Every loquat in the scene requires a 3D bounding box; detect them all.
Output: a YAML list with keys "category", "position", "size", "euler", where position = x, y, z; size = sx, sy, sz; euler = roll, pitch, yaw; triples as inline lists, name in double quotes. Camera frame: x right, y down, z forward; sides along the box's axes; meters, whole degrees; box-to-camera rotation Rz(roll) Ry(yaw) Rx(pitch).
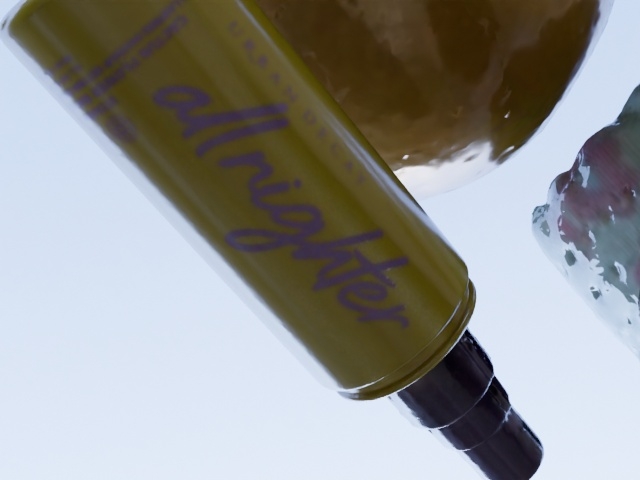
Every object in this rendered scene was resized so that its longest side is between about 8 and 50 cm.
- category: "loquat"
  position: [0.029, -0.150, 0.523]
  size: [0.263, 0.263, 0.263]
  euler: [1, -76, 5]

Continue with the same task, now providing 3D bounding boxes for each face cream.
- category: "face cream"
  position: [0.000, 0.000, 0.381]
  size: [0.078, 0.078, 0.273]
  euler: [-36, -71, 12]

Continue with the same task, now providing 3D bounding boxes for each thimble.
- category: "thimble"
  position: [0.224, -0.019, 0.528]
  size: [0.185, 0.211, 0.149]
  euler: [-39, -106, -1]

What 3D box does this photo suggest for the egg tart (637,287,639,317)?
- category: "egg tart"
  position: [0.224, 0.020, 0.254]
  size: [0.290, 0.115, 0.290]
  euler: [14, -45, 14]
